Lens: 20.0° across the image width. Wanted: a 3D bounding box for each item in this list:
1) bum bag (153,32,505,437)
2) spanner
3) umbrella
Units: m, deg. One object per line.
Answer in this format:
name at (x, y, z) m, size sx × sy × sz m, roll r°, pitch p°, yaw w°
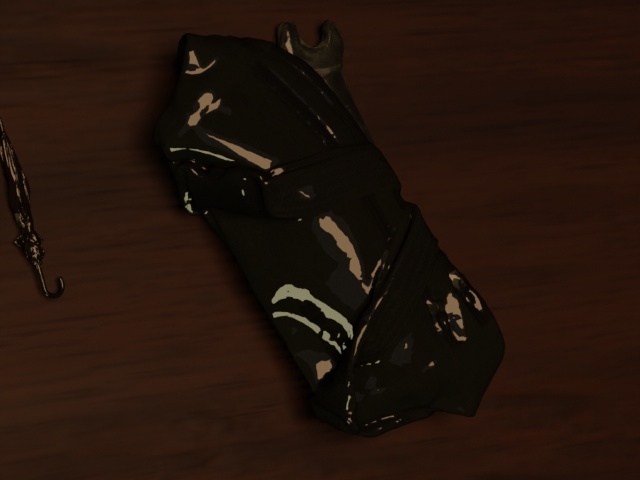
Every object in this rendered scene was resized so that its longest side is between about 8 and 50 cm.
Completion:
bum bag at (0.000, 0.000, 1.211) m, size 0.142 × 0.079 × 0.326 m, roll -39°, pitch 98°, yaw -21°
spanner at (0.039, -0.042, 1.272) m, size 0.054 × 0.015 × 0.255 m, roll -29°, pitch 96°, yaw -25°
umbrella at (-0.190, -0.020, 1.162) m, size 0.022 × 0.013 × 0.122 m, roll -21°, pitch 92°, yaw -38°
